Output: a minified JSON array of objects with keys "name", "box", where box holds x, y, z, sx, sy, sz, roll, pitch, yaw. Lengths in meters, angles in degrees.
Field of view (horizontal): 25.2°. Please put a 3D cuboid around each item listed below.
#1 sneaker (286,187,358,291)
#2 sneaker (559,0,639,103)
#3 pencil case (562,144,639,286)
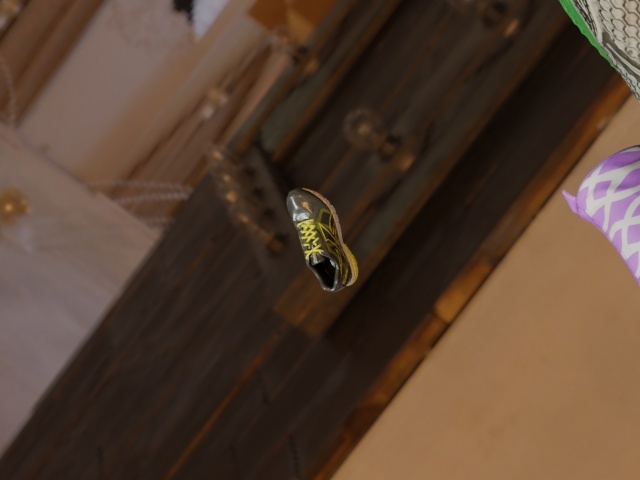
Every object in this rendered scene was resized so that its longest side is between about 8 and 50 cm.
[{"name":"sneaker","box":[0.000,0.000,1.043,0.083,0.031,0.035,59,-153,-8]},{"name":"sneaker","box":[0.213,-0.031,0.540,0.343,0.134,0.146,42,-148,-18]},{"name":"pencil case","box":[0.272,0.019,1.099,0.086,0.088,0.206,49,-167,-48]}]
